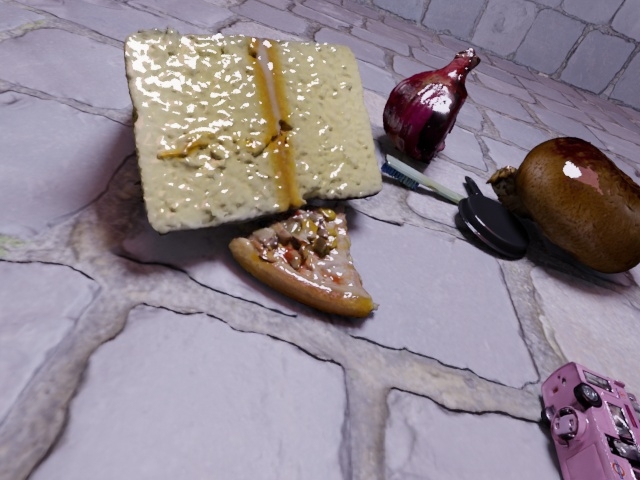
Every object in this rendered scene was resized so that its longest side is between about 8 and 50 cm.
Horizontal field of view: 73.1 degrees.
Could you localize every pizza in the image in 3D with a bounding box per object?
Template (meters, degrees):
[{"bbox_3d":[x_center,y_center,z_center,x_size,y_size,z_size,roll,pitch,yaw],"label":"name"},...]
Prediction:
[{"bbox_3d":[0.000,0.000,0.521,0.185,0.052,0.195,26,36,1],"label":"pizza"}]

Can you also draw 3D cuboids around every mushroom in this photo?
[{"bbox_3d":[0.439,-0.074,0.738,0.278,0.163,0.297,36,31,14],"label":"mushroom"}]

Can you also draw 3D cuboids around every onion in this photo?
[{"bbox_3d":[0.211,-0.266,0.824,0.140,0.218,0.195,35,31,17],"label":"onion"}]

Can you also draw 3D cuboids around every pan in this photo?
[{"bbox_3d":[0.289,-0.059,0.751,0.136,0.028,0.235,23,35,-15],"label":"pan"}]

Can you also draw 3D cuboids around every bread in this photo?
[{"bbox_3d":[-0.116,-0.154,0.643,0.345,0.242,0.405,-11,6,-27],"label":"bread"}]

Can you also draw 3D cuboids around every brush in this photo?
[{"bbox_3d":[0.185,-0.096,0.760,0.178,0.030,0.033,25,28,-14],"label":"brush"}]

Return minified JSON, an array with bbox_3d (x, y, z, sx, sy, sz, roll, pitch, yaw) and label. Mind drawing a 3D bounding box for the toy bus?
[{"bbox_3d":[0.258,0.209,0.380,0.090,0.063,0.203,23,38,-4],"label":"toy bus"}]
